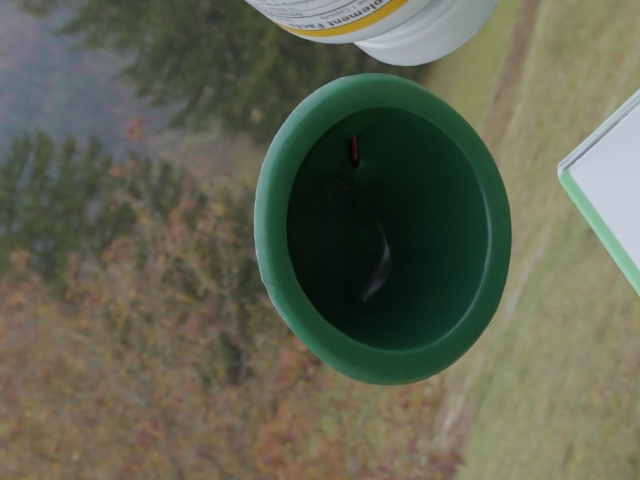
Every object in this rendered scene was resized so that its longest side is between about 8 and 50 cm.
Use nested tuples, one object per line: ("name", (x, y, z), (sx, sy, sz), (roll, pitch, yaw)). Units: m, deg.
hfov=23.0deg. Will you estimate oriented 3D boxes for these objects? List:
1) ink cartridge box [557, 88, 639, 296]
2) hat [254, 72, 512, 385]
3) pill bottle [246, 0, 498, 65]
("ink cartridge box", (0.268, 0.036, 0.709), (0.121, 0.289, 0.211), (-45, 55, 21))
("hat", (0.000, 0.000, 0.963), (0.183, 0.208, 0.173), (0, 59, 55))
("pill bottle", (-0.005, -0.154, 0.660), (0.117, 0.208, 0.117), (-14, 63, 30))
